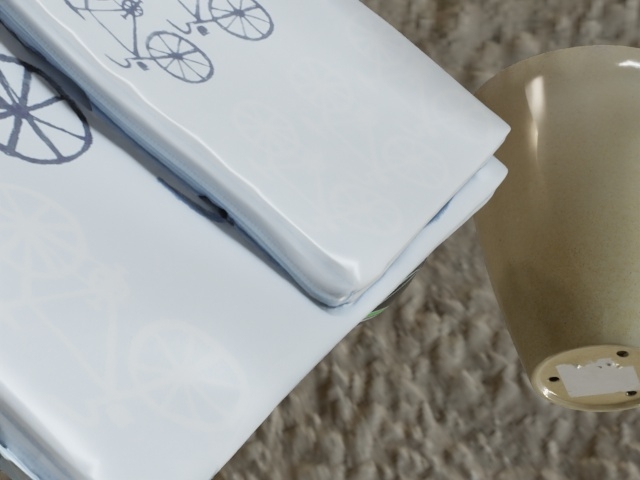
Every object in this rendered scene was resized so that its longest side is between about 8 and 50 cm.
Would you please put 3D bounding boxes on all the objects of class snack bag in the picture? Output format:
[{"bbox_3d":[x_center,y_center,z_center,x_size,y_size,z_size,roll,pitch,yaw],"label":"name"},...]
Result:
[{"bbox_3d":[-0.102,-0.072,0.639,0.323,0.342,0.037,42,130,5],"label":"snack bag"}]

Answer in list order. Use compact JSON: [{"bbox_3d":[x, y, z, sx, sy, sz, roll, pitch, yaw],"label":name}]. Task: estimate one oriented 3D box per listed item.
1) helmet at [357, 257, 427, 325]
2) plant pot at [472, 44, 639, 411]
[{"bbox_3d":[0.000,0.000,1.280,0.169,0.161,0.169,7,102,33],"label":"helmet"},{"bbox_3d":[0.254,0.009,1.425,0.256,0.256,0.274,9,57,-9],"label":"plant pot"}]
